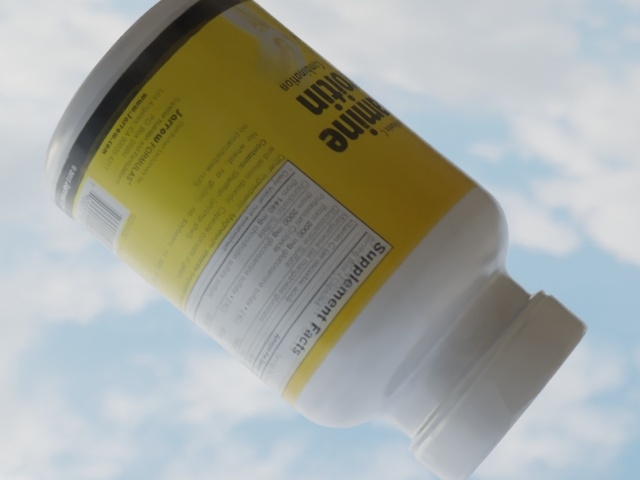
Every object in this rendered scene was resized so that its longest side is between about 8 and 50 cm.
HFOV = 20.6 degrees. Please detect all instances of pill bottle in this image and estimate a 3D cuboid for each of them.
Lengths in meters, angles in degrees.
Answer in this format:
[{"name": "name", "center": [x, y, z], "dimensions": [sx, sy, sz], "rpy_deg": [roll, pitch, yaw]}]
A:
[{"name": "pill bottle", "center": [0.000, 0.000, 0.619], "dimensions": [0.184, 0.103, 0.103], "rpy_deg": [40, -146, 7]}]
